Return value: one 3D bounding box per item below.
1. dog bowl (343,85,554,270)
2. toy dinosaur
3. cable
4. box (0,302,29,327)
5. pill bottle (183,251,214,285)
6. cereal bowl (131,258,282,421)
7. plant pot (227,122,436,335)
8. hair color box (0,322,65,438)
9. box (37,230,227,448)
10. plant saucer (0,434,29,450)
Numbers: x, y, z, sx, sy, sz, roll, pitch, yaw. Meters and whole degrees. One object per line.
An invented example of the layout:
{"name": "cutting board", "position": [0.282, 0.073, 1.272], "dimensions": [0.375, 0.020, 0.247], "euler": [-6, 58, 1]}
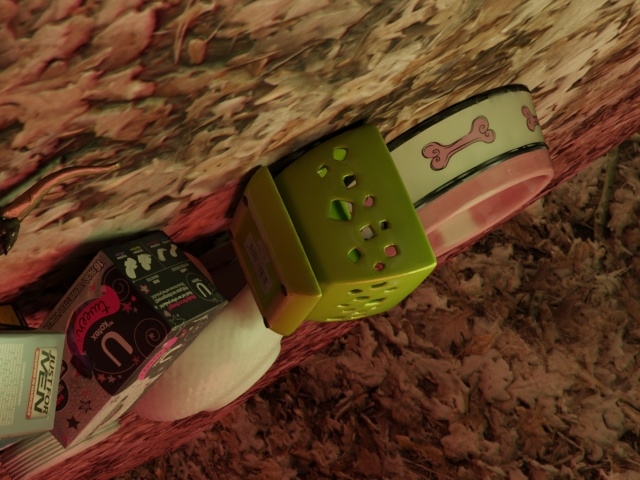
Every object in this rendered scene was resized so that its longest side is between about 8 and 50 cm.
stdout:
{"name": "dog bowl", "position": [0.217, -0.088, 1.729], "dimensions": [0.408, 0.150, 0.408], "euler": [-28, 169, -6]}
{"name": "toy dinosaur", "position": [-0.324, -0.006, 0.986], "dimensions": [0.268, 0.064, 0.118], "euler": [-31, -175, 15]}
{"name": "cable", "position": [-0.544, 0.416, 2.119], "dimensions": [0.257, 0.089, 0.257], "euler": [-30, 175, 39]}
{"name": "box", "position": [-0.468, 0.132, 1.238], "dimensions": [0.087, 0.058, 0.232], "euler": [-34, 168, 26]}
{"name": "pill bottle", "position": [-0.261, 0.109, 1.479], "dimensions": [0.216, 0.121, 0.121], "euler": [-34, 168, 23]}
{"name": "cereal bowl", "position": [-0.169, 0.169, 1.614], "dimensions": [0.339, 0.141, 0.339], "euler": [-38, -170, 8]}
{"name": "plant pot", "position": [0.000, 0.000, 1.417], "dimensions": [0.207, 0.228, 0.227], "euler": [-19, 165, -21]}
{"name": "hair color box", "position": [-0.429, 0.130, 0.954], "dimensions": [0.185, 0.113, 0.374], "euler": [6, 177, 19]}
{"name": "box", "position": [-0.270, 0.130, 1.331], "dimensions": [0.247, 0.142, 0.163], "euler": [-48, 172, 22]}
{"name": "plant saucer", "position": [-0.604, 0.343, 1.853], "dimensions": [0.318, 0.043, 0.317], "euler": [-27, 168, -6]}
